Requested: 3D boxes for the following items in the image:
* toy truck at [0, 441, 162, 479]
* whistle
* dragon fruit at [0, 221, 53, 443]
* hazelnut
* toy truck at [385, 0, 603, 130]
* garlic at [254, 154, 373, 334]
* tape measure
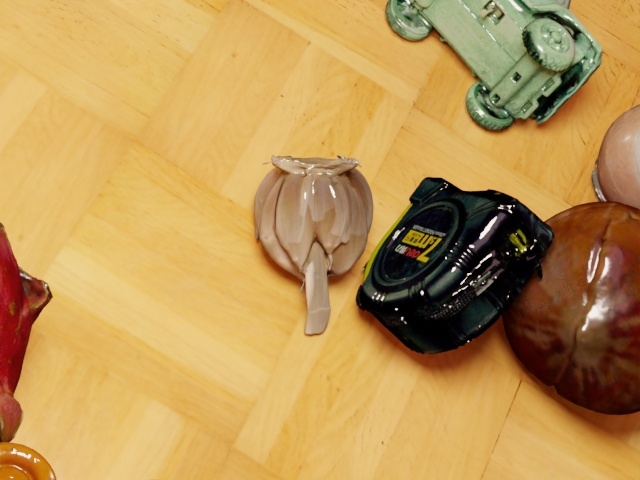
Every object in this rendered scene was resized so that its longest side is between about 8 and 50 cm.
[{"bbox_3d":[-0.236,0.308,1.175,0.288,0.204,0.211,19,40,-10],"label":"toy truck"},{"bbox_3d":[0.425,-0.031,1.687,0.189,0.189,0.347,6,73,-21],"label":"whistle"},{"bbox_3d":[-0.365,0.070,1.258,0.250,0.250,0.315,18,40,-14],"label":"dragon fruit"},{"bbox_3d":[0.301,0.078,1.541,0.230,0.229,0.229,10,61,-18],"label":"hazelnut"},{"bbox_3d":[0.207,-0.273,1.723,0.279,0.155,0.156,49,48,7],"label":"toy truck"},{"bbox_3d":[0.000,0.000,1.524,0.131,0.127,0.194,-9,94,-7],"label":"garlic"},{"bbox_3d":[0.131,0.031,1.518,0.186,0.199,0.112,-49,114,-11],"label":"tape measure"}]
